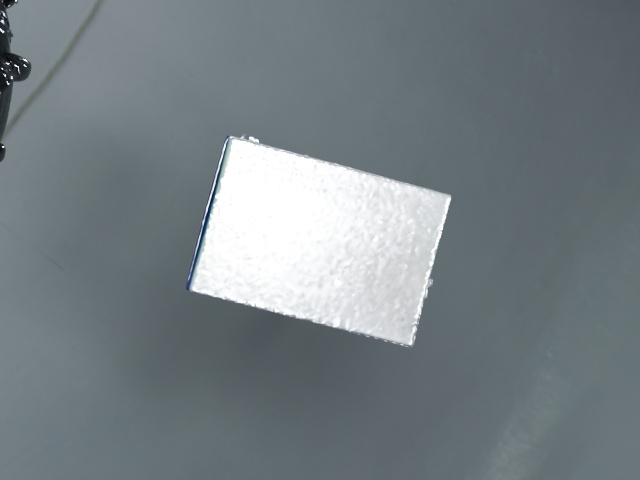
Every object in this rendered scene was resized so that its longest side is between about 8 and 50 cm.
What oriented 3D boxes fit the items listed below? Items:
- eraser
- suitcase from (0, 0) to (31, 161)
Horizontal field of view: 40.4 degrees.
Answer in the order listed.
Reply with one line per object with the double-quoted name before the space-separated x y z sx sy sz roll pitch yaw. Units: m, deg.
"eraser" 0.000 0.000 0.554 0.150 0.023 0.104 15 88 -5
"suitcase" -0.610 -0.220 1.228 0.339 0.345 0.188 -2 69 -30
